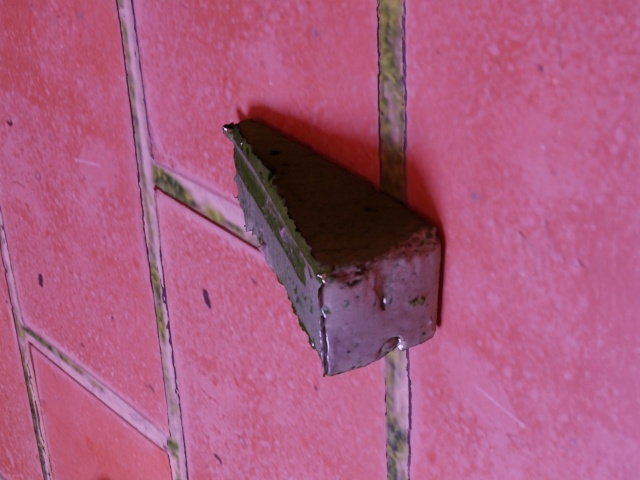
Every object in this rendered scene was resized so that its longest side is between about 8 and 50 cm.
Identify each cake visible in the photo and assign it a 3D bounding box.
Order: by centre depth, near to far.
[{"bbox_3d":[0.005,-0.011,1.013,0.235,0.099,0.100,-124,27,-51],"label":"cake"}]
